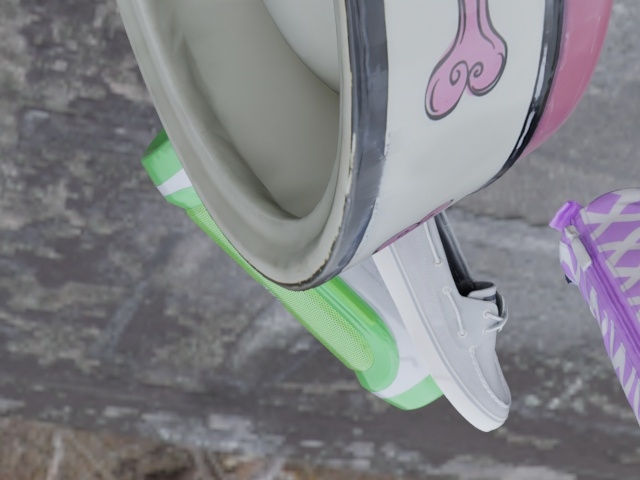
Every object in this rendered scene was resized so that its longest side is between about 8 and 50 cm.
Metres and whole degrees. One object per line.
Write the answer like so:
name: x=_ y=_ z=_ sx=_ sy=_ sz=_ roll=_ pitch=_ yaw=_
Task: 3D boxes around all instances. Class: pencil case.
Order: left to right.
pencil case: x=0.198 y=0.048 z=0.811 sx=0.088 sy=0.206 sz=0.086 roll=25 pitch=115 yaw=-26

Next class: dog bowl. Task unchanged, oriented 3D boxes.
dog bowl: x=-0.004 y=-0.188 z=0.714 sx=0.150 sy=0.408 sz=0.408 roll=-17 pitch=153 yaw=-17

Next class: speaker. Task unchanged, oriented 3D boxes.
speaker: x=0.000 y=0.000 z=1.130 sx=0.296 sy=0.131 sz=0.131 roll=44 pitch=134 yaw=-13

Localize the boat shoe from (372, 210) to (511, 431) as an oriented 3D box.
boat shoe: x=0.097 y=0.047 z=1.003 sx=0.063 sy=0.184 sz=0.066 roll=-26 pitch=-179 yaw=23
